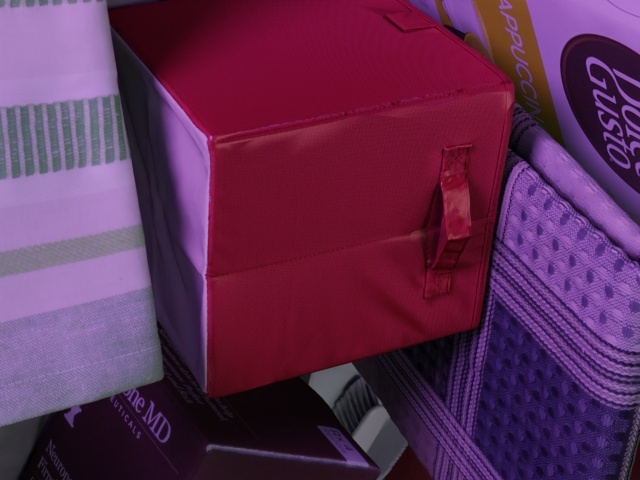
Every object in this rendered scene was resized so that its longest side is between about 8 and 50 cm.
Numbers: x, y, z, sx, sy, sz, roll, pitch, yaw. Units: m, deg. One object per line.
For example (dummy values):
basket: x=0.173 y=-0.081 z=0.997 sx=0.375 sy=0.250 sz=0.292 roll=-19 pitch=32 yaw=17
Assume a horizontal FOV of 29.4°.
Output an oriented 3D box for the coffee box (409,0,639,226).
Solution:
coffee box: x=0.302 y=-0.152 z=0.847 sx=0.338 sy=0.334 sz=0.338 roll=-39 pitch=135 yaw=-9

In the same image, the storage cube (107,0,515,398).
storage cube: x=-0.017 y=-0.043 z=0.773 sx=0.193 sy=0.215 sz=0.184 roll=-12 pitch=127 yaw=-23

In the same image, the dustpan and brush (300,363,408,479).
dustpan and brush: x=0.016 y=0.200 z=1.069 sx=0.147 sy=0.060 sz=0.211 roll=13 pitch=110 yaw=-42

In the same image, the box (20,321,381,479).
box: x=-0.101 y=0.190 z=0.896 sx=0.167 sy=0.168 sz=0.203 roll=16 pitch=108 yaw=-42

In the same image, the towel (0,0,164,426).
towel: x=-0.188 y=-0.066 z=0.553 sx=0.247 sy=0.038 sz=0.325 roll=-14 pitch=99 yaw=-45

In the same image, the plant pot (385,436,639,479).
plant pot: x=0.205 y=0.243 z=1.113 sx=0.275 sy=0.243 sz=0.275 roll=-19 pitch=129 yaw=-26

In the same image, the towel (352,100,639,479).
towel: x=0.116 y=0.055 z=0.843 sx=0.056 sy=0.324 sz=0.312 roll=-13 pitch=128 yaw=-22
